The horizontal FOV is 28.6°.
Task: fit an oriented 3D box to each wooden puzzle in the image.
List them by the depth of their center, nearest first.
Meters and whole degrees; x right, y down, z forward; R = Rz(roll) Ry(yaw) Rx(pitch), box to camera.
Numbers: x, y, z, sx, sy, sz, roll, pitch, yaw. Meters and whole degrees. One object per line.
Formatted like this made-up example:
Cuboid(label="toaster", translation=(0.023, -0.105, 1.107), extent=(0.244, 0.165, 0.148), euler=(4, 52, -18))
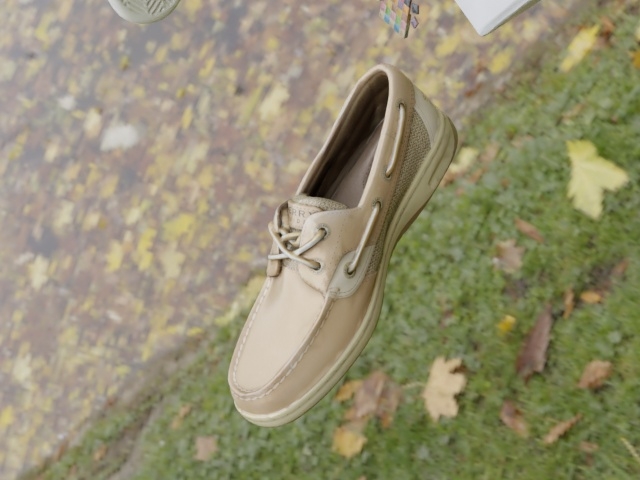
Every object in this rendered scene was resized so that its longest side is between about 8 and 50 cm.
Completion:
Cuboid(label="wooden puzzle", translation=(0.082, -0.250, 1.351), extent=(0.083, 0.006, 0.049), euler=(50, 147, 37))

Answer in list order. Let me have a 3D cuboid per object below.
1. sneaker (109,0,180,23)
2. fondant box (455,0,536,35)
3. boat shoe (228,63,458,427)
Cuboid(label="sneaker", translation=(-0.240, -0.446, 1.557), extent=(0.148, 0.131, 0.350), euler=(-159, 64, -64))
Cuboid(label="fondant box", translation=(0.194, -0.349, 1.033), extent=(0.238, 0.330, 0.096), euler=(55, 153, 0))
Cuboid(label="boat shoe", translation=(0.000, 0.000, 1.123), extent=(0.122, 0.110, 0.341), euler=(10, 66, 44))
